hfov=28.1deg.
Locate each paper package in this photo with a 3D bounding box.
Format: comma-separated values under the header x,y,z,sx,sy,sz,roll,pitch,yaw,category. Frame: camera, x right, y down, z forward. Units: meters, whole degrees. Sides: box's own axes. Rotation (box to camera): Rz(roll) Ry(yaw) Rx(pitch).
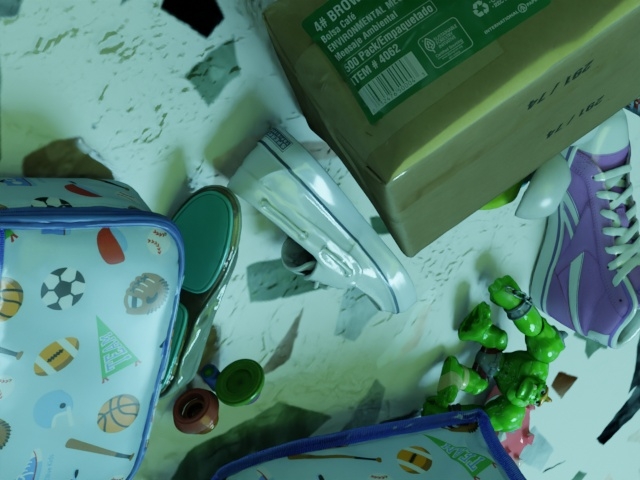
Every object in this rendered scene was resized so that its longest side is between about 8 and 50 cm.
x,y,z,sx,sy,sz,roll,pitch,yaw,category
0.145,-0.164,1.031,0.325,0.168,0.309,-35,166,-1,paper package

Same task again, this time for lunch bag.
x,y,z,sx,sy,sz,roll,pitch,yaw,category
0.019,0.383,1.353,0.385,0.239,0.328,-2,123,-26,lunch bag
-0.247,0.098,1.030,0.243,0.115,0.303,-2,116,-38,lunch bag

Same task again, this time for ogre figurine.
x,y,z,sx,sy,sz,roll,pitch,yaw,category
0.205,0.144,1.459,0.118,0.097,0.197,21,87,-18,ogre figurine

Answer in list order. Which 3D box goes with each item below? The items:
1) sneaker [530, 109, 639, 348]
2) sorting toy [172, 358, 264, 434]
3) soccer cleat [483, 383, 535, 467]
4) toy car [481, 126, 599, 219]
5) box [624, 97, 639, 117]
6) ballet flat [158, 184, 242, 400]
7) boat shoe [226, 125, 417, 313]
x,y,z,sx,sy,sz,roll,pitch,yaw,category
0.336,-0.010,1.431,0.102,0.161,0.282,-18,125,-30,sneaker
-0.094,0.153,1.234,0.102,0.061,0.042,-27,136,5,sorting toy
0.191,0.281,1.550,0.083,0.095,0.248,17,83,-46,soccer cleat
0.188,-0.117,1.266,0.182,0.159,0.136,-65,172,11,toy car
0.354,-0.213,1.314,0.233,0.159,0.044,-26,132,-27,box
-0.118,0.044,1.151,0.213,0.072,0.068,-67,163,15,ballet flat
0.000,0.000,1.206,0.084,0.095,0.258,-44,126,-4,boat shoe
